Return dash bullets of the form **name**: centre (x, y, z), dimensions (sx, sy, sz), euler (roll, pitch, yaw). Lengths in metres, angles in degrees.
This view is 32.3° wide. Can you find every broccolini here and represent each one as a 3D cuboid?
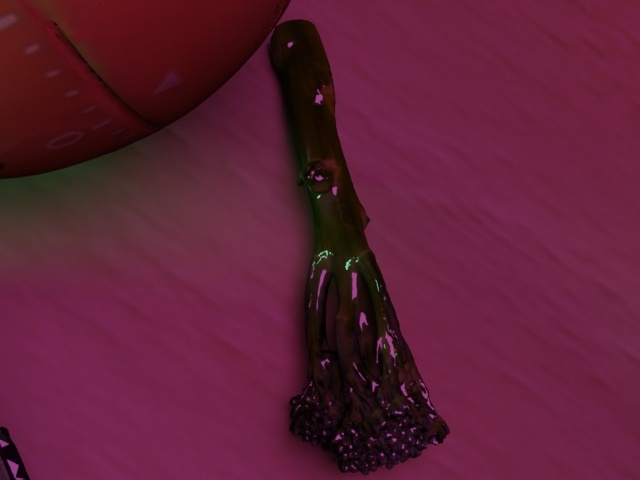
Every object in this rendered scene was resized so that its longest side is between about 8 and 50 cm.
- **broccolini**: centre (0.002, 0.000, 0.509), dimensions (0.067, 0.058, 0.216), euler (-6, 65, -21)

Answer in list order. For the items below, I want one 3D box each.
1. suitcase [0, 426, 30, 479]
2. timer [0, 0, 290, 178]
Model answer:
- **suitcase**: centre (-0.176, 0.148, 0.355), dimensions (0.202, 0.128, 0.312), euler (-20, 79, -22)
- **timer**: centre (-0.119, -0.138, 0.403), dimensions (0.214, 0.229, 0.230), euler (-23, 79, 12)
